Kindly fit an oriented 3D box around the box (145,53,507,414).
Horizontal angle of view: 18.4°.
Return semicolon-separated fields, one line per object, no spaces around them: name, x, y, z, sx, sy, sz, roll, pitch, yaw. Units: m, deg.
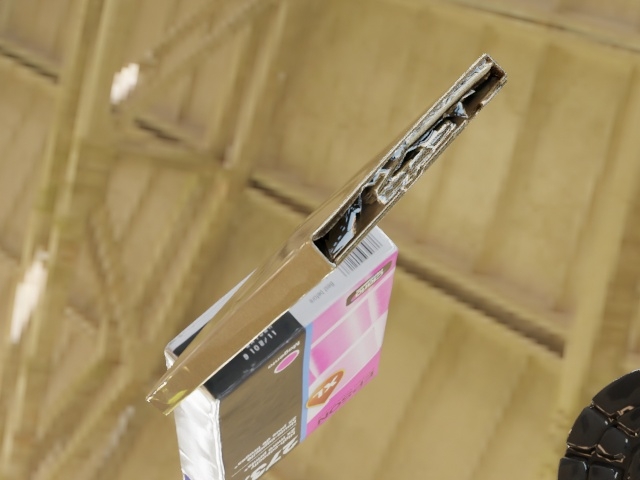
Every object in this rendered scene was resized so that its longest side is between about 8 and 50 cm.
box;0.000;0.000;1.013;0.164;0.021;0.201;-47;-177;-37

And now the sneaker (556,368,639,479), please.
sneaker;0.231;0.118;0.685;0.283;0.124;0.107;21;-95;34

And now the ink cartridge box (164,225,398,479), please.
ink cartridge box;-0.032;0.107;1.547;0.069;0.176;0.371;46;-17;13
